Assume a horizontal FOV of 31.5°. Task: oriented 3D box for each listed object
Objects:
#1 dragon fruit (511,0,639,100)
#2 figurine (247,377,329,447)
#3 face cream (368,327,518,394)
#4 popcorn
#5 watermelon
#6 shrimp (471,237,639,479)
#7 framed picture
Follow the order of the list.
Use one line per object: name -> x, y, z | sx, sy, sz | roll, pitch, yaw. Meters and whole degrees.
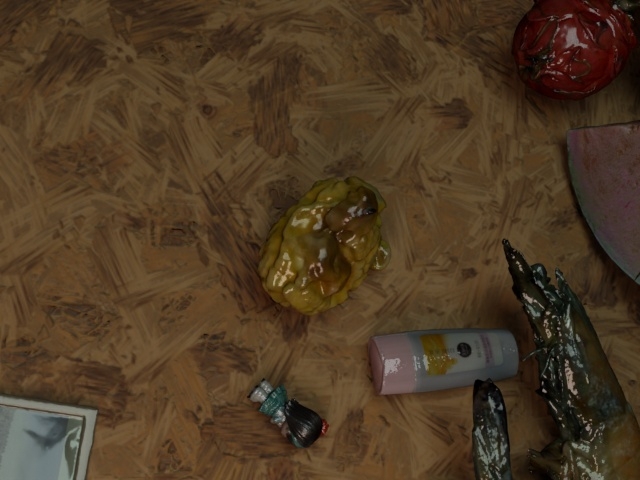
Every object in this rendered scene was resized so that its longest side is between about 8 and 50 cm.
dragon fruit -> 0.372, -0.294, 1.690 | 0.209, 0.172, 0.172 | -26, 79, -20
figurine -> -0.041, 0.218, 1.441 | 0.106, 0.047, 0.060 | 40, 28, 9
face cream -> 0.164, 0.157, 1.514 | 0.198, 0.057, 0.084 | -4, 68, -18
popcorn -> 0.006, 0.003, 1.488 | 0.140, 0.163, 0.194 | 37, 95, 20
watermelon -> 0.553, -0.054, 1.625 | 0.222, 0.319, 0.292 | -11, 90, -40
shrimp -> 0.286, 0.216, 1.475 | 0.272, 0.085, 0.445 | -17, 91, -28
framed picture -> -0.386, 0.319, 1.314 | 0.213, 0.016, 0.289 | 11, 67, -12
